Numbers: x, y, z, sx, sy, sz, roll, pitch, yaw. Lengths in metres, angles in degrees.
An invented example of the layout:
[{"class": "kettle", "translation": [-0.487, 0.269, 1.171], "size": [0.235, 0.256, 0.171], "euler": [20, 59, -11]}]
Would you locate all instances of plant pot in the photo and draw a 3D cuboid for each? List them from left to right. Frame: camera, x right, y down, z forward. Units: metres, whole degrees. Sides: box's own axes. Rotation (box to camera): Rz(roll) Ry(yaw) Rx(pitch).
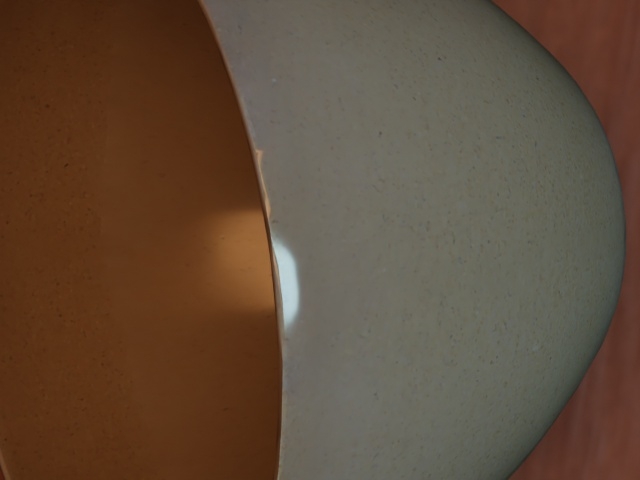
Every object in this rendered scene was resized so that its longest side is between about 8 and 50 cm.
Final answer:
[{"class": "plant pot", "translation": [0.000, 0.000, 0.731], "size": [0.191, 0.284, 0.284], "euler": [-8, 82, -28]}]
